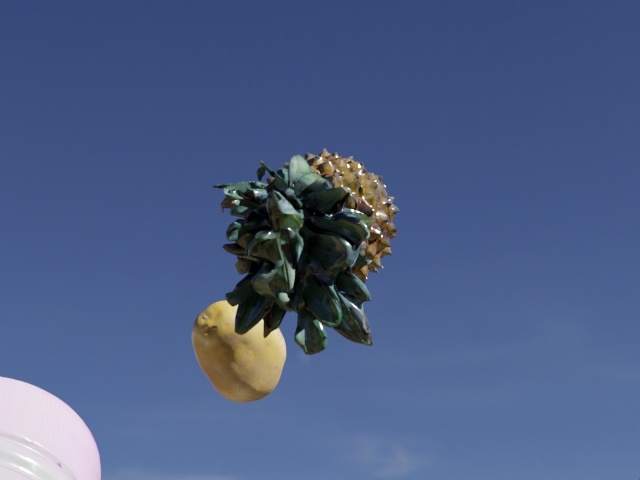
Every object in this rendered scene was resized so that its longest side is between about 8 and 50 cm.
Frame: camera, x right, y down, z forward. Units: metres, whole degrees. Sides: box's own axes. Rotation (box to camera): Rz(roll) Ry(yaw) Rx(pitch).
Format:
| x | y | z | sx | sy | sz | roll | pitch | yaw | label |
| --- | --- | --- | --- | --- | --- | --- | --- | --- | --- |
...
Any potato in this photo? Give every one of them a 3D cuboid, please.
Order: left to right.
| x | y | z | sx | sy | sz | roll | pitch | yaw | label |
| --- | --- | --- | --- | --- | --- | --- | --- | --- | --- |
| -0.062 | 0.081 | 1.077 | 0.062 | 0.068 | 0.083 | 4 | -34 | 23 | potato |

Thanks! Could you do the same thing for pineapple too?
| x | y | z | sx | sy | sz | roll | pitch | yaw | label |
| --- | --- | --- | --- | --- | --- | --- | --- | --- | --- |
| -0.001 | 0.000 | 0.801 | 0.083 | 0.103 | 0.221 | -12 | 4 | 10 | pineapple |

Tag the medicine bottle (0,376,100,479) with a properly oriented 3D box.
| x | y | z | sx | sy | sz | roll | pitch | yaw | label |
| --- | --- | --- | --- | --- | --- | --- | --- | --- | --- |
| -0.291 | 0.277 | 1.138 | 0.202 | 0.316 | 0.202 | 0 | -59 | 0 | medicine bottle |
